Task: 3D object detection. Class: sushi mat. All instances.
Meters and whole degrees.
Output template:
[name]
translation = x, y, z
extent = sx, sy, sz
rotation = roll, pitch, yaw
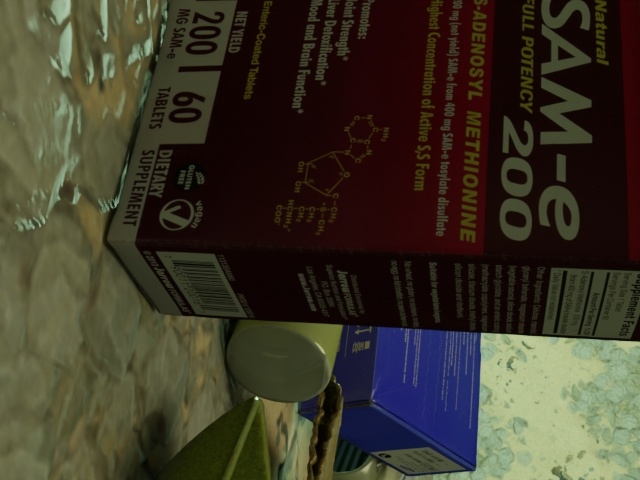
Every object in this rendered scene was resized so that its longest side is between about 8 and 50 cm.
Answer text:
[sushi mat]
translation = -0.004, 0.221, 0.628
extent = 0.317, 0.019, 0.152
rotation = 92, 6, -58

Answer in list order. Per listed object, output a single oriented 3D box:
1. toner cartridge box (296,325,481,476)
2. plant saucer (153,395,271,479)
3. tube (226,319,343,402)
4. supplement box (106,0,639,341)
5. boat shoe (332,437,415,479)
[toner cartridge box]
translation = 0.078, 0.018, 0.830
extent = 0.165, 0.075, 0.348
rotation = 40, 47, -41
[plant saucer]
translation = -0.060, 0.191, 0.383
extent = 0.188, 0.045, 0.189
rotation = -68, 158, -61
[tube]
translation = 0.000, 0.000, 0.602
extent = 0.240, 0.070, 0.062
rotation = -74, 161, -52
[supplement box]
translation = 0.047, -0.033, 0.382
extent = 0.073, 0.239, 0.130
rotation = 73, 21, -59
[boat shoe]
translation = 0.068, 0.153, 0.904
extent = 0.302, 0.109, 0.094
rotation = -70, 157, -52
